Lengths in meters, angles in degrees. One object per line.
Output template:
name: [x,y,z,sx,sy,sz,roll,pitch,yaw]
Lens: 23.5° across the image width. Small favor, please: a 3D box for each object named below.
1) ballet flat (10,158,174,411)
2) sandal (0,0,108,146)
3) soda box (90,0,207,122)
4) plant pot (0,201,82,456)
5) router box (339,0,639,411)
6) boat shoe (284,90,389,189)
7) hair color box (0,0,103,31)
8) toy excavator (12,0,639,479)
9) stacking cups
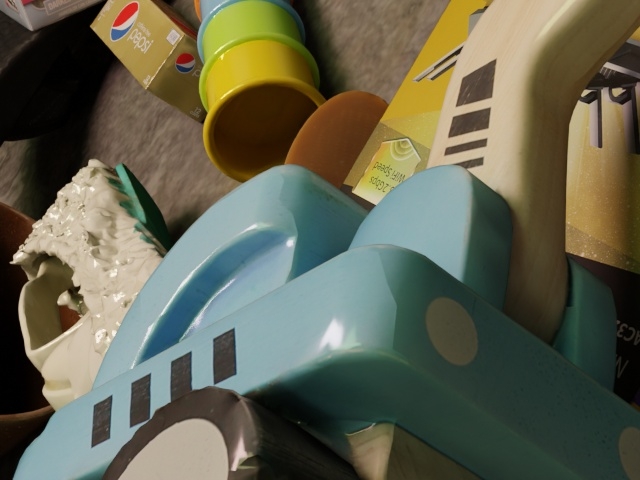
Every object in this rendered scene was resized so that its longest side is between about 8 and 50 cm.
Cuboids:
ballet flat: [-0.131,0.066,1.047,0.147,0.147,0.409,-55,25,6]
sandal: [-0.315,-0.125,1.431,0.167,0.107,0.446,-2,36,22]
soda box: [-0.138,-0.168,1.332,0.058,0.061,0.181,-54,33,8]
plant pot: [-0.320,0.113,1.240,0.230,0.215,0.215,-50,31,38]
router box: [0.152,-0.049,0.826,0.243,0.081,0.309,-60,32,0]
boat shoe: [0.000,0.000,1.002,0.073,0.073,0.207,97,-168,-61]
hair color box: [-0.277,-0.325,1.528,0.185,0.113,0.374,-27,28,-16]
toy excavator: [0.049,0.016,0.673,0.433,0.222,0.445,-30,37,40]
stacking cups: [-0.062,-0.176,1.203,0.096,0.096,0.316,-43,36,23]
